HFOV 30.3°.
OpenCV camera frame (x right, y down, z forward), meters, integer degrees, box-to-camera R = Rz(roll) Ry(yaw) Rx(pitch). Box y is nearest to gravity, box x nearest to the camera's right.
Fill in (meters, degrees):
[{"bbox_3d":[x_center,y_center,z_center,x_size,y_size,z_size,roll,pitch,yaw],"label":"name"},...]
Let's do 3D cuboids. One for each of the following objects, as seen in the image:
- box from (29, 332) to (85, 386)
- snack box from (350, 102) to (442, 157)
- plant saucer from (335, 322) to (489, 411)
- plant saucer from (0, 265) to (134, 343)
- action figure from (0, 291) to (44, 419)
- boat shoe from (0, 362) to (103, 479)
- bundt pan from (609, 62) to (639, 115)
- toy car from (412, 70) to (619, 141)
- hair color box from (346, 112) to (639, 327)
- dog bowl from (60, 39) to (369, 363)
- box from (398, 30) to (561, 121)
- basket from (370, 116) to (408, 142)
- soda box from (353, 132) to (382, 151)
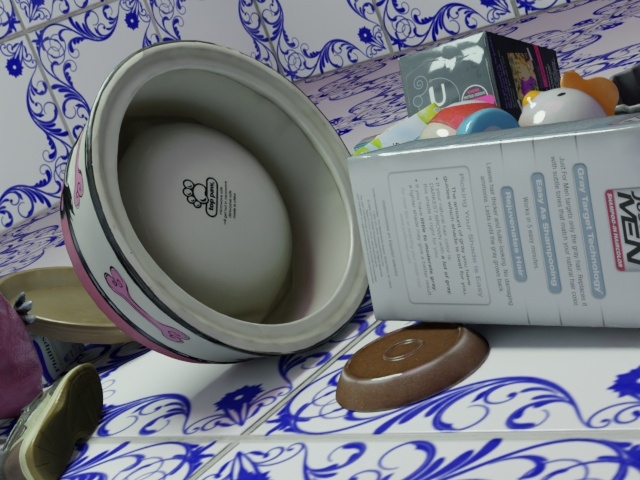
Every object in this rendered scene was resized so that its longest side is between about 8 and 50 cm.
[{"bbox_3d":[-0.438,0.169,1.744,0.126,0.072,0.137,-16,14,18],"label":"box"},{"bbox_3d":[0.152,-0.080,1.607,0.207,0.174,0.070,-36,-18,-43],"label":"snack box"},{"bbox_3d":[0.090,0.123,1.218,0.168,0.029,0.168,-20,12,5],"label":"plant saucer"},{"bbox_3d":[-0.343,0.095,1.740,0.277,0.041,0.278,7,13,-2],"label":"plant saucer"},{"bbox_3d":[-0.532,0.184,1.460,0.370,0.248,0.275,-26,13,-32],"label":"action figure"},{"bbox_3d":[-0.317,0.212,1.378,0.073,0.080,0.223,-13,19,13],"label":"boat shoe"},{"bbox_3d":[0.520,-0.177,1.532,0.330,0.124,0.331,-20,13,5],"label":"bundt pan"},{"bbox_3d":[0.259,-0.125,1.427,0.238,0.210,0.219,-46,8,-13],"label":"toy car"},{"bbox_3d":[0.207,-0.018,1.186,0.113,0.185,0.374,-18,10,-42],"label":"hair color box"},{"bbox_3d":[-0.133,-0.031,1.438,0.150,0.408,0.408,-32,2,44],"label":"dog bowl"},{"bbox_3d":[0.271,-0.236,1.918,0.165,0.143,0.270,-13,-7,35],"label":"box"},{"bbox_3d":[0.174,-0.159,2.018,0.103,0.113,0.167,-13,15,38],"label":"basket"},{"bbox_3d":[0.160,-0.183,2.247,0.183,0.058,0.063,-15,15,28],"label":"soda box"}]
